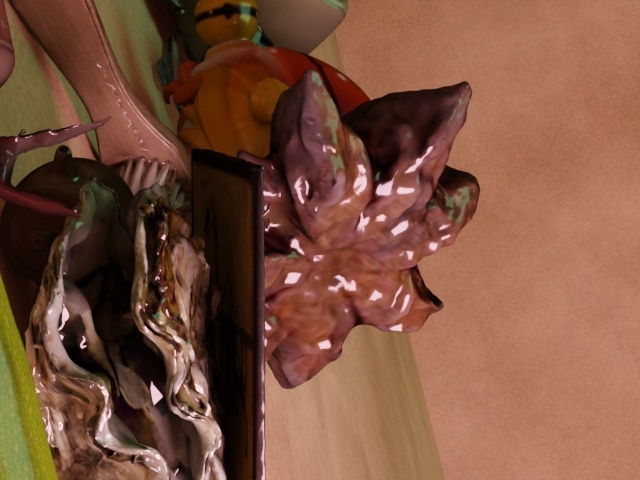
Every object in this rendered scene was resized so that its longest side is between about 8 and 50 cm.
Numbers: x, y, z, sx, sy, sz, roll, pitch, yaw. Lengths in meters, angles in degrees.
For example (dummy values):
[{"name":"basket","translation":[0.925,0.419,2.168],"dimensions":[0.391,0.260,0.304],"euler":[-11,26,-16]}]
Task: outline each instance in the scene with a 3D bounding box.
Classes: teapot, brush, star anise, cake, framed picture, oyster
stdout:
[{"name":"teapot","translation":[-0.154,0.000,0.985],"dimensions":[0.068,0.076,0.121],"euler":[-42,147,-70]},{"name":"brush","translation":[-0.145,-0.070,1.217],"dimensions":[0.065,0.070,0.327],"euler":[-83,157,-44]},{"name":"star anise","translation":[-0.011,-0.006,1.215],"dimensions":[0.108,0.315,0.315],"euler":[59,-2,35]},{"name":"cake","translation":[-0.090,-0.302,1.632],"dimensions":[0.158,0.172,0.283],"euler":[-110,174,-47]},{"name":"framed picture","translation":[-0.057,0.117,1.015],"dimensions":[0.255,0.014,0.338],"euler":[-152,-119,-77]},{"name":"oyster","translation":[-0.106,0.087,0.935],"dimensions":[0.198,0.112,0.267],"euler":[-94,179,-49]}]

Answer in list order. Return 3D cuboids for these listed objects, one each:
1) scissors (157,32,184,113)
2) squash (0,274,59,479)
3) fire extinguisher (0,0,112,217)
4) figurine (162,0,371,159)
[{"name":"scissors","translation":[-0.140,-0.164,1.585],"dimensions":[0.119,0.014,0.058],"euler":[-97,162,-56]},{"name":"squash","translation":[-0.148,0.121,0.727],"dimensions":[0.082,0.082,0.292],"euler":[-7,80,-82]},{"name":"fire extinguisher","translation":[-0.185,-0.124,0.858],"dimensions":[0.075,0.106,0.252],"euler":[16,58,-68]},{"name":"figurine","translation":[-0.037,-0.062,1.455],"dimensions":[0.323,0.196,0.320],"euler":[-101,-176,-76]}]
